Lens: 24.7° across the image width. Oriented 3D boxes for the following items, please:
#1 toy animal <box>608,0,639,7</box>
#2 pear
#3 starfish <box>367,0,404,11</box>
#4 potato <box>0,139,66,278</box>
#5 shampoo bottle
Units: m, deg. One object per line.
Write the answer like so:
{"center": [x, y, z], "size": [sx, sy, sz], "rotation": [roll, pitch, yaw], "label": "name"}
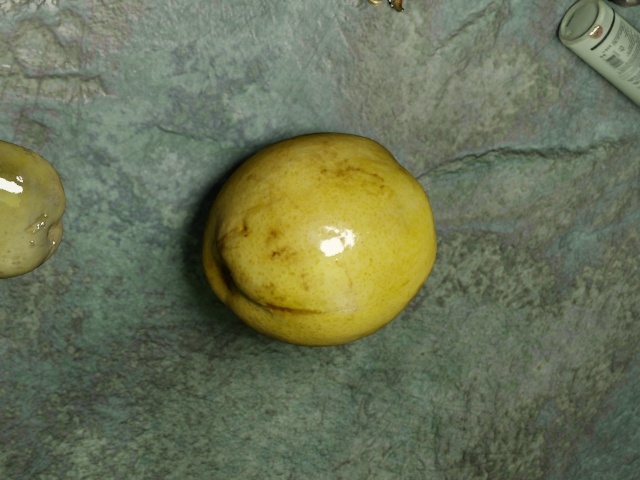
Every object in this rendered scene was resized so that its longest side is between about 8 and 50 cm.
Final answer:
{"center": [0.597, -0.372, 2.135], "size": [0.343, 0.106, 0.168], "rotation": [-27, 102, -6], "label": "toy animal"}
{"center": [0.000, 0.000, 1.986], "size": [0.314, 0.314, 0.314], "rotation": [-9, 117, -17], "label": "pear"}
{"center": [0.129, -0.370, 1.963], "size": [0.190, 0.146, 0.074], "rotation": [-31, 88, -16], "label": "starfish"}
{"center": [-0.466, -0.057, 1.871], "size": [0.296, 0.141, 0.192], "rotation": [15, 125, -27], "label": "potato"}
{"center": [0.466, -0.258, 2.162], "size": [0.262, 0.085, 0.085], "rotation": [32, 100, -31], "label": "shampoo bottle"}
